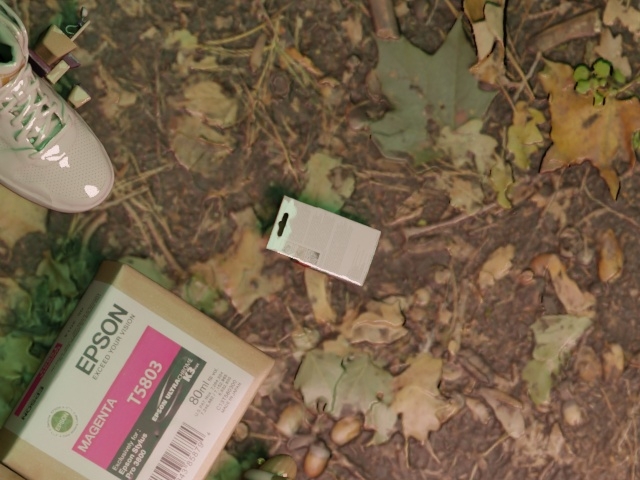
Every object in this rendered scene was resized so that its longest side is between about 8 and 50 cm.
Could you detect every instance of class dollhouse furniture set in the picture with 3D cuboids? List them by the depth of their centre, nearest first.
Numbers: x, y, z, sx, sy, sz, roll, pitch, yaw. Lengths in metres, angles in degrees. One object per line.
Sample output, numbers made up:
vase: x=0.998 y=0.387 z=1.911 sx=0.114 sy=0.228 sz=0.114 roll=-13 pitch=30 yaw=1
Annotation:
dollhouse furniture set: x=-0.235 y=-0.194 z=1.881 sx=0.091 sy=0.114 sz=0.081 roll=44 pitch=73 yaw=-11

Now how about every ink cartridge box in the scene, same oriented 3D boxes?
ink cartridge box: x=-0.189 y=0.167 z=1.911 sx=0.193 sy=0.088 sz=0.235 roll=33 pitch=81 yaw=-17
ink cartridge box: x=0.000 y=0.000 z=2.003 sx=0.115 sy=0.029 sz=0.063 roll=21 pitch=84 yaw=-16

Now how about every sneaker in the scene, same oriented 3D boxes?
sneaker: x=-0.302 y=-0.136 z=1.829 sx=0.292 sy=0.169 sz=0.108 roll=44 pitch=76 yaw=-15

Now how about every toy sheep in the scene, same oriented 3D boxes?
toy sheep: x=-0.056 y=0.282 z=1.955 sx=0.091 sy=0.091 sz=0.132 roll=27 pitch=73 yaw=-17
